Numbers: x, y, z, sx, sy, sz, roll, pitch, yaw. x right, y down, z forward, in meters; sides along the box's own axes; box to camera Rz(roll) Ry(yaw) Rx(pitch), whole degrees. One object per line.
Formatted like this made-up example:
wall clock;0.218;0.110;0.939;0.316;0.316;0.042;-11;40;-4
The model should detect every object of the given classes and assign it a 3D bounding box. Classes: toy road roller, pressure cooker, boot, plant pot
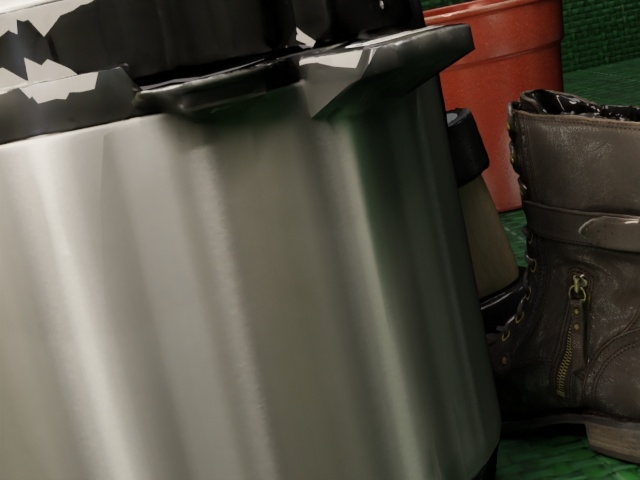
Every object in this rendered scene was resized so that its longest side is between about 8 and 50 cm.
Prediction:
toy road roller;0.033;0.004;1.072;0.241;0.202;0.329;-23;13;-1
pressure cooker;-0.094;-0.017;0.714;0.370;0.420;0.375;-13;11;-3
boot;0.155;0.014;0.789;0.091;0.229;0.263;-20;14;-35
plant pot;0.213;-0.181;1.609;0.272;0.265;0.272;-11;12;2
